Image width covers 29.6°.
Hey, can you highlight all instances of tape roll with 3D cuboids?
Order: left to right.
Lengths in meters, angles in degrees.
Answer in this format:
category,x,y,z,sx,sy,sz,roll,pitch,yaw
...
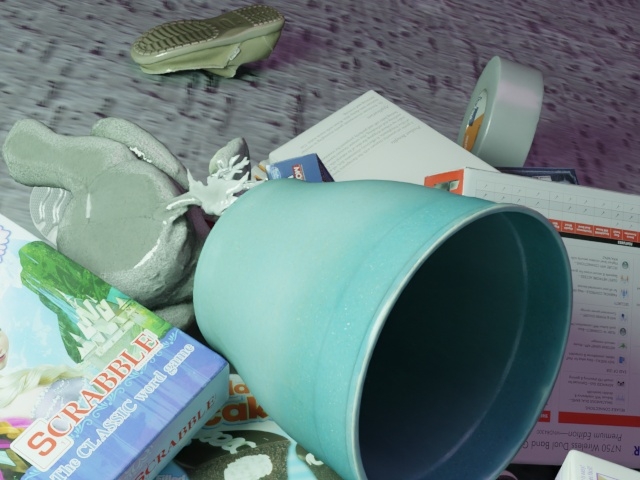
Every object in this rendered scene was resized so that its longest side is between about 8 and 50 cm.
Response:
category,x,y,z,sx,sy,sz,roll,pitch,yaw
tape roll,0.266,-0.166,1.842,0.072,0.219,0.219,17,29,-5

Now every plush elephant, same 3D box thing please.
category,x,y,z,sx,sy,sz,roll,pitch,yaw
plush elephant,-0.161,0.015,1.278,0.330,0.255,0.271,-10,66,19

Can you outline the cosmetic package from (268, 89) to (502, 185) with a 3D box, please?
category,x,y,z,sx,sy,sz,roll,pitch,yaw
cosmetic package,0.125,-0.011,1.508,0.197,0.155,0.365,-34,57,-29

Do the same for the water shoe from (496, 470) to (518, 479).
category,x,y,z,sx,sy,sz,roll,pitch,yaw
water shoe,0.095,0.258,1.194,0.203,0.072,0.080,2,0,-18

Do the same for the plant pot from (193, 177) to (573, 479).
category,x,y,z,sx,sy,sz,roll,pitch,yaw
plant pot,0.034,0.065,1.054,0.272,0.271,0.255,-13,26,-43

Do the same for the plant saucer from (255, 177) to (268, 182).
category,x,y,z,sx,sy,sz,roll,pitch,yaw
plant saucer,-0.036,0.018,1.399,0.018,0.192,0.067,-19,37,-3

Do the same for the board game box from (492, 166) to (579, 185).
category,x,y,z,sx,sy,sz,roll,pitch,yaw
board game box,0.274,-0.021,1.695,0.243,0.042,0.165,-2,71,-32

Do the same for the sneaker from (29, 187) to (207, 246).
category,x,y,z,sx,sy,sz,roll,pitch,yaw
sneaker,-0.209,-0.013,1.461,0.281,0.105,0.115,14,0,-5

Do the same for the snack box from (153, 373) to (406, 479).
category,x,y,z,sx,sy,sz,roll,pitch,yaw
snack box,-0.086,0.198,1.110,0.322,0.060,0.187,1,31,-4

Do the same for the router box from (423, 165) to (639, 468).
category,x,y,z,sx,sy,sz,roll,pitch,yaw
router box,0.264,0.092,1.318,0.336,0.301,0.082,8,-7,-26

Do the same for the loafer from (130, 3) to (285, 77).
category,x,y,z,sx,sy,sz,roll,pitch,yaw
loafer,-0.176,-0.307,1.961,0.269,0.092,0.102,-18,39,-24

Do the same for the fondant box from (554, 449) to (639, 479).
category,x,y,z,sx,sy,sz,roll,pitch,yaw
fondant box,0.315,0.335,0.995,0.330,0.238,0.096,19,29,-1

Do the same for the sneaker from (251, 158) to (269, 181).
category,x,y,z,sx,sy,sz,roll,pitch,yaw
sneaker,-0.017,-0.080,1.680,0.215,0.083,0.084,-25,42,-28

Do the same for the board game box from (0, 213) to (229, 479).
category,x,y,z,sx,sy,sz,roll,pitch,yaw
board game box,-0.297,0.141,1.024,0.318,0.066,0.318,30,54,20

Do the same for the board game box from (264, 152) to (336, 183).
category,x,y,z,sx,sy,sz,roll,pitch,yaw
board game box,0.000,0.000,1.355,0.060,0.194,0.194,-13,4,7
